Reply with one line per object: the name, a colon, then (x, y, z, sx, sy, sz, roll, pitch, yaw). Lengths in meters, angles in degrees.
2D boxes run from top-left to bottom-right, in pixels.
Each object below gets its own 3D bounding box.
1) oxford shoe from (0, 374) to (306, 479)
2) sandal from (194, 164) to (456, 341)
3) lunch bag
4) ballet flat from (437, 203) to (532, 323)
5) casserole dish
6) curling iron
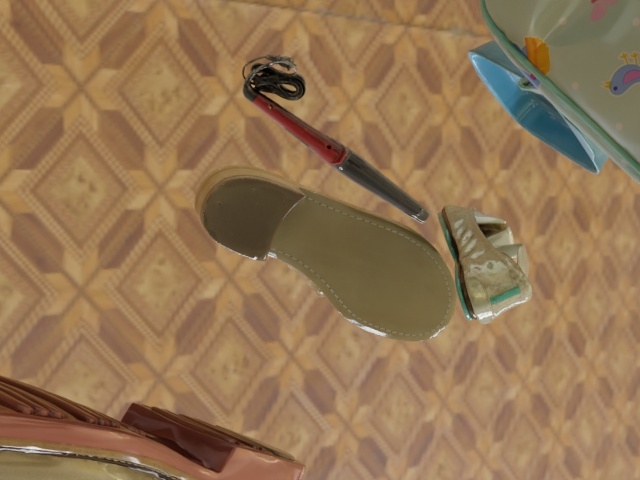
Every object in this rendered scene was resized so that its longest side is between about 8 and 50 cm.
oxford shoe: (-0.143, 0.149, 0.614, 0.348, 0.123, 0.130, 23, 83, -45)
sandal: (0.004, -0.005, 0.874, 0.240, 0.079, 0.088, 27, 107, -32)
lunch bag: (0.250, -0.146, 0.754, 0.108, 0.279, 0.224, -5, 139, -52)
ballet flat: (0.118, 0.012, 0.805, 0.168, 0.052, 0.057, -91, 159, -68)
casserole dish: (0.200, -0.127, 1.023, 0.037, 0.188, 0.114, -42, 120, 2)
curling iron: (0.021, -0.109, 1.288, 0.274, 0.068, 0.035, 42, 23, -14)
